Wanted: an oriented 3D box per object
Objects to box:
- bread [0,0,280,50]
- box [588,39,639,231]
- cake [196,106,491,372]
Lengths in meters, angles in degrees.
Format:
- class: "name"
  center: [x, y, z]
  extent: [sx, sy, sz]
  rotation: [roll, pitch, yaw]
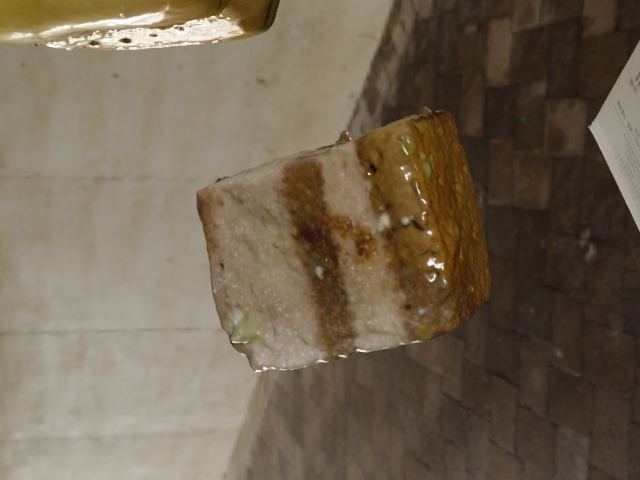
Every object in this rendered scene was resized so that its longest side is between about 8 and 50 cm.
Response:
- class: "bread"
  center: [-0.218, -0.379, 1.168]
  extent: [0.361, 0.394, 0.250]
  rotation: [-20, -71, -67]
- class: "box"
  center: [0.408, -0.070, 0.957]
  extent: [0.203, 0.116, 0.274]
  rotation: [96, 159, -62]
- class: "cake"
  center: [0.000, 0.000, 0.883]
  extent: [0.198, 0.292, 0.196]
  rotation: [-36, -68, -64]
